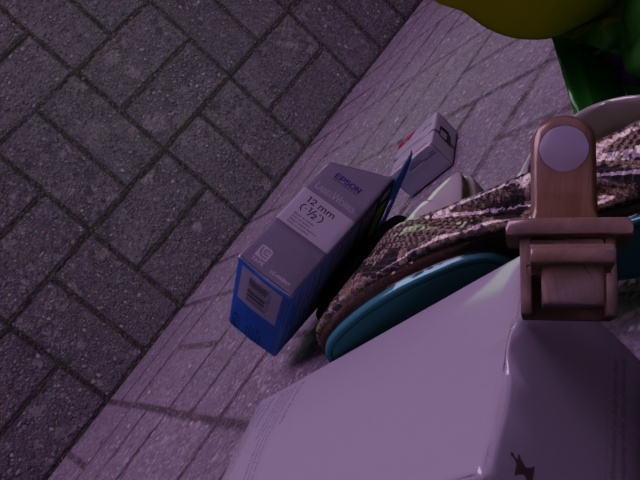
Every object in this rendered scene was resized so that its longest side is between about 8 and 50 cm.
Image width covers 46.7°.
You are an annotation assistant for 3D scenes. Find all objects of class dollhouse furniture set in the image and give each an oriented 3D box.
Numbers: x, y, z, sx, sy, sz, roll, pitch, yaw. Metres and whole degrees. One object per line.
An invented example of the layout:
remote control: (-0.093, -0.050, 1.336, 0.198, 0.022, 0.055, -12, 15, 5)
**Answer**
dollhouse furniture set: (0.232, -0.062, 0.333, 0.355, 0.303, 0.174, 34, -124, -70)

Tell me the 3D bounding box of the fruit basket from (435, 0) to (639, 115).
fruit basket: (0.277, -0.293, 0.701, 0.283, 0.392, 0.392, -33, 20, 47)

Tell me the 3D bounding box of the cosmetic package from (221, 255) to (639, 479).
cosmetic package: (0.067, 0.200, 0.639, 0.385, 0.156, 0.217, -34, 19, 42)

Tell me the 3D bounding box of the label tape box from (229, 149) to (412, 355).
label tape box: (0.000, 0.000, 1.254, 0.348, 0.115, 0.249, -50, -11, -29)

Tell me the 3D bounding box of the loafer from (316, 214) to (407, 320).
loafer: (0.069, 0.047, 1.219, 0.223, 0.076, 0.078, -52, 21, 2)

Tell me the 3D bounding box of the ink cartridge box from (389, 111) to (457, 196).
ink cartridge box: (0.201, -0.167, 1.433, 0.109, 0.063, 0.150, -40, 16, 31)

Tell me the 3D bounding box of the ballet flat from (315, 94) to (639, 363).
ballet flat: (0.201, -0.017, 0.684, 0.482, 0.164, 0.182, -26, 44, 34)
